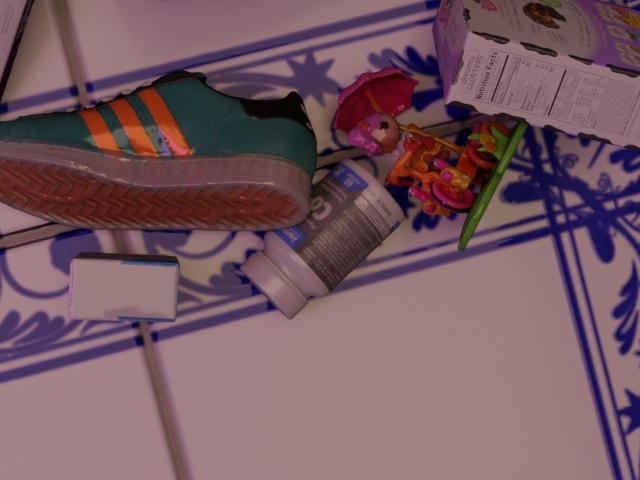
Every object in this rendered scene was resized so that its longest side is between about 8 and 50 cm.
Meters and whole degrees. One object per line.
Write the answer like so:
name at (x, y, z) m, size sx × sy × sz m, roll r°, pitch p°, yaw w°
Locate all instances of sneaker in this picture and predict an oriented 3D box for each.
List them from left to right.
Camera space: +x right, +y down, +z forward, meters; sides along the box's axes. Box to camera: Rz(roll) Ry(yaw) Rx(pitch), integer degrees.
sneaker at (-0.153, -0.082, 1.193) m, size 0.302 × 0.108 × 0.121 m, roll 5°, pitch 60°, yaw 2°

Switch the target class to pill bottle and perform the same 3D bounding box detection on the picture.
pill bottle at (0.000, 0.000, 1.215) m, size 0.137 × 0.078 × 0.078 m, roll -44°, pitch 95°, yaw -6°

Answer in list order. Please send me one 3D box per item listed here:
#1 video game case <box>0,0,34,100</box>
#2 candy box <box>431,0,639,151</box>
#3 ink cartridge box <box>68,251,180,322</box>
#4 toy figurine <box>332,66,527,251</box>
video game case at (-0.335, -0.232, 1.133) m, size 0.210 × 0.042 × 0.232 m, roll 22°, pitch 122°, yaw -7°
candy box at (0.202, -0.158, 1.196) m, size 0.196 × 0.165 × 0.070 m, roll 13°, pitch 120°, yaw -7°
ink cartridge box at (-0.165, 0.038, 1.172) m, size 0.088 × 0.122 × 0.052 m, roll 2°, pitch 93°, yaw -7°
toy figurine at (0.082, -0.081, 1.201) m, size 0.159 × 0.173 × 0.130 m, roll 26°, pitch 128°, yaw 6°
